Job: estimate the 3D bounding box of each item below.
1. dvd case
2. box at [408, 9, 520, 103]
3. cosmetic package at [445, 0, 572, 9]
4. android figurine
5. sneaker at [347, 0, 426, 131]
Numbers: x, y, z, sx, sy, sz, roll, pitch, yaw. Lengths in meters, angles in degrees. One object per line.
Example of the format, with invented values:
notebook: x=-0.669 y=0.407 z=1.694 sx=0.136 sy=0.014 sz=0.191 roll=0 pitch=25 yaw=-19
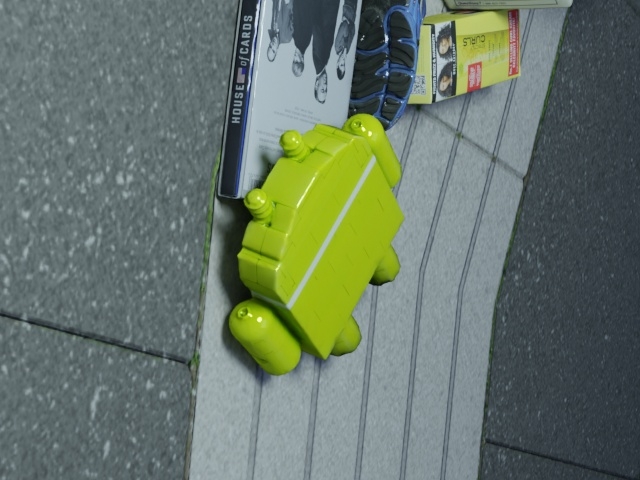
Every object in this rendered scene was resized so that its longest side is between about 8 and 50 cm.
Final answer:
dvd case: x=-0.024 y=-0.148 z=1.449 sx=0.179 sy=0.029 sz=0.239 roll=9 pitch=88 yaw=-61
box: x=0.146 y=-0.204 z=1.708 sx=0.232 sy=0.058 sz=0.087 roll=-21 pitch=113 yaw=-58
cosmetic package: x=0.168 y=-0.380 z=1.623 sx=0.296 sy=0.153 sz=0.129 roll=56 pitch=47 yaw=-51
android figurine: x=0.000 y=0.000 z=1.446 sx=0.248 sy=0.056 sz=0.273 roll=-61 pitch=151 yaw=-15
sneaker: x=0.072 y=-0.212 z=1.560 sx=0.087 sy=0.083 sz=0.221 roll=8 pitch=92 yaw=-68
